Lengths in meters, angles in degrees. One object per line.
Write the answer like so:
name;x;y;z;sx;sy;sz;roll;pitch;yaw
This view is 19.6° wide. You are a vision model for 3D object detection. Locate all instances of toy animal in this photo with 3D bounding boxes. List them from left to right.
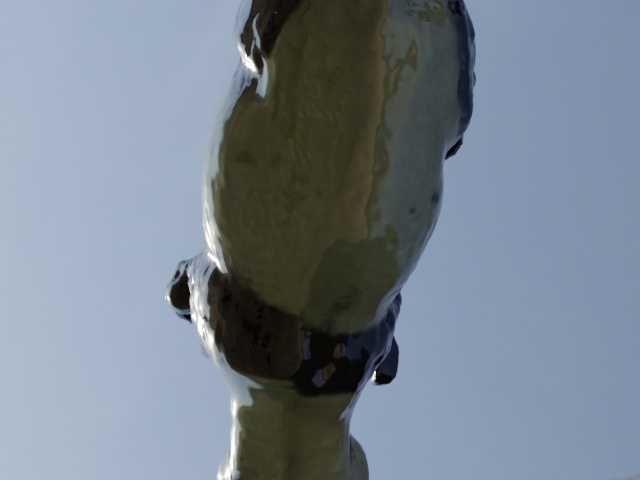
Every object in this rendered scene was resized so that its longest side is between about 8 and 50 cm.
toy animal;0.000;0.000;0.635;0.094;0.121;0.225;13;-75;-6

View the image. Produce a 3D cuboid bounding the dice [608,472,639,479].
dice;0.077;0.260;0.630;0.304;0.277;0.304;-27;-96;54
